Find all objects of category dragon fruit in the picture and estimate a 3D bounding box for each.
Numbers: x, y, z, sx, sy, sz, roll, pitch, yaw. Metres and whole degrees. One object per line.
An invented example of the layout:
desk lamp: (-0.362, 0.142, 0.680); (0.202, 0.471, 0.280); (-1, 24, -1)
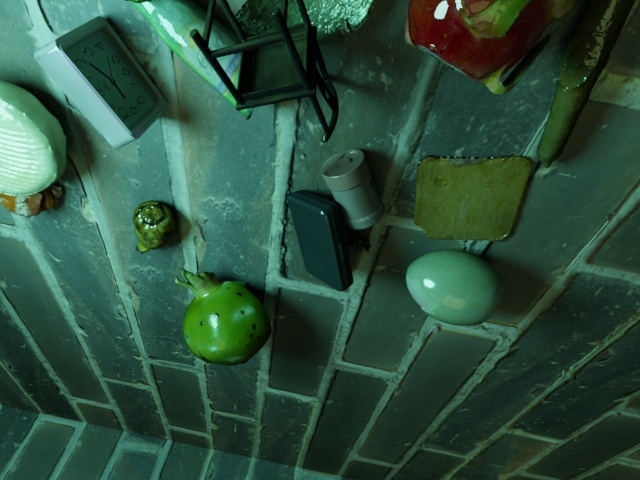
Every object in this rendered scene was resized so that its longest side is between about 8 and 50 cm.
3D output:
dragon fruit: (0.232, -0.344, 0.565); (0.224, 0.224, 0.227); (30, 120, -17)

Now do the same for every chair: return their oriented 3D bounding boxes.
chair: (-0.069, -0.284, 0.648); (0.142, 0.154, 0.260); (-5, 156, 15)

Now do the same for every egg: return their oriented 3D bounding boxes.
egg: (0.315, 0.108, 0.993); (0.217, 0.183, 0.183); (26, 134, 6)

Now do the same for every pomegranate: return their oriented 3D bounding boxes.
pomegranate: (-0.290, 0.216, 1.183); (0.261, 0.260, 0.340); (-25, 110, 31)

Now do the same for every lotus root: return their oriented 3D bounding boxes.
lotus root: (-0.446, -0.029, 1.080); (0.108, 0.094, 0.190); (43, 139, 3)

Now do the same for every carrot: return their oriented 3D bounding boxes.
carrot: (0.433, -0.264, 0.693); (0.070, 0.070, 0.342); (4, 135, 7)

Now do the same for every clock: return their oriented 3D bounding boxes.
clock: (-0.398, -0.297, 0.769); (0.063, 0.150, 0.197); (-12, 129, 26)

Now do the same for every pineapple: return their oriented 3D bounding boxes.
pineapple: (0.073, -0.007, 1.016); (0.125, 0.058, 0.058); (16, 134, -6)

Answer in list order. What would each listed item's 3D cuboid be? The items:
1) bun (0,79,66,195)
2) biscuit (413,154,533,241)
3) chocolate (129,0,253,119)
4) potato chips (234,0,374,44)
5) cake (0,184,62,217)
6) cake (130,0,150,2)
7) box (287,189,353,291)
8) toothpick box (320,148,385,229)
bun: (-0.694, -0.234, 0.892); (0.288, 0.146, 0.287); (3, 133, 3)
biscuit: (0.329, -0.087, 0.916); (0.232, 0.013, 0.236); (2, 133, 9)
chocolate: (-0.211, -0.351, 0.719); (0.291, 0.110, 0.110); (37, 129, -19)
potato chips: (-0.024, -0.395, 0.661); (0.229, 0.059, 0.167); (0, 141, -1)
cake: (-0.818, -0.157, 1.021); (0.287, 0.098, 0.135); (34, 130, -21)
cake: (-0.213, -0.432, 0.590); (0.236, 0.099, 0.100); (-13, 107, 7)
box: (0.000, 0.000, 0.965); (0.160, 0.050, 0.230); (27, 139, 47)
toothpick box: (0.073, -0.109, 0.887); (0.099, 0.098, 0.148); (-12, 130, 21)
